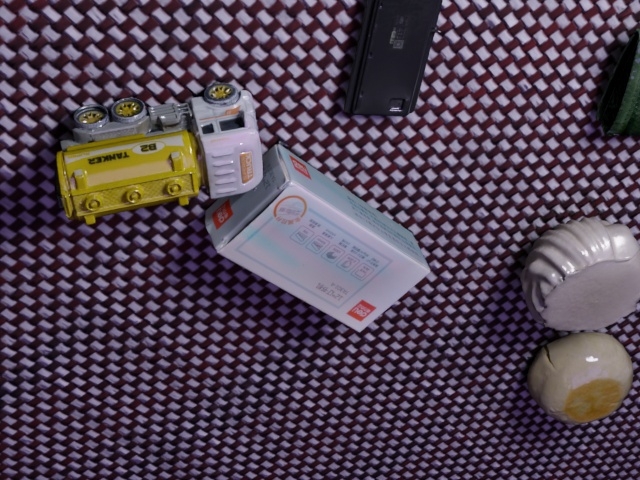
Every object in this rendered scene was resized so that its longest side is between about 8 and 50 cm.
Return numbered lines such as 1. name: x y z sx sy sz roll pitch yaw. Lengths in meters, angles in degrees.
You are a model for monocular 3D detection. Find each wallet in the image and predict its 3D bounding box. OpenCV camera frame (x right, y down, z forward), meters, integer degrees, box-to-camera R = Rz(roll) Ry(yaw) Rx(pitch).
1. wallet: 0.461 -0.202 1.412 0.236 0.055 0.160 -8 140 -17

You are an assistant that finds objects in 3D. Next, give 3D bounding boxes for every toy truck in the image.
1. toy truck: -0.172 -0.086 1.256 0.227 0.114 0.098 -12 134 -9

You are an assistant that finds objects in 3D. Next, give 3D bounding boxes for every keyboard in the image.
1. keyboard: 0.087 -0.232 1.275 0.094 0.025 0.230 -1 132 -16

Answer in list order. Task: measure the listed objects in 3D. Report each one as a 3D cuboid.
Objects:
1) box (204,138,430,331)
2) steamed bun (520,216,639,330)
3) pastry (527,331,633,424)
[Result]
1. box: 0.000 0.000 1.422 0.135 0.079 0.269 -43 131 20
2. steamed bun: 0.347 0.038 1.565 0.183 0.106 0.183 -8 136 -8
3. pastry: 0.387 0.206 1.747 0.156 0.092 0.156 -7 126 -9
